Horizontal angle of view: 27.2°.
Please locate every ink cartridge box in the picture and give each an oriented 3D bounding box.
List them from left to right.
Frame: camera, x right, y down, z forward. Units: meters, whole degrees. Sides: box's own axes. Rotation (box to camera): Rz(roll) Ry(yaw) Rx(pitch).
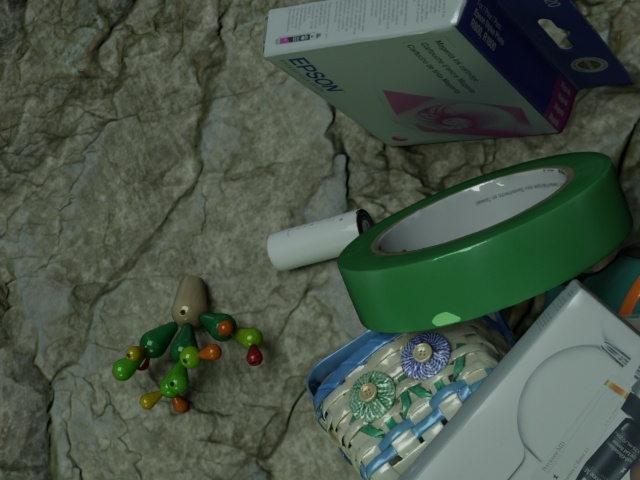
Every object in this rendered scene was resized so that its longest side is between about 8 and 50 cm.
[{"bbox_3d":[0.154,-0.197,1.526,0.330,0.324,0.071,-2,73,31],"label":"ink cartridge box"}]

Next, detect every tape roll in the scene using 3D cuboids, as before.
[{"bbox_3d":[0.179,-0.002,1.459,0.321,0.321,0.077,-17,102,25],"label":"tape roll"}]

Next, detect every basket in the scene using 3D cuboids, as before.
[{"bbox_3d":[0.120,0.164,1.504,0.255,0.201,0.289,-39,28,6],"label":"basket"}]

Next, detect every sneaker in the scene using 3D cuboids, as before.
[{"bbox_3d":[0.382,0.054,1.433,0.302,0.108,0.121,-5,75,31],"label":"sneaker"}]

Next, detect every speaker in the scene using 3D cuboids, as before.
[{"bbox_3d":[0.000,0.000,1.712,0.136,0.055,0.055,-15,66,25],"label":"speaker"}]

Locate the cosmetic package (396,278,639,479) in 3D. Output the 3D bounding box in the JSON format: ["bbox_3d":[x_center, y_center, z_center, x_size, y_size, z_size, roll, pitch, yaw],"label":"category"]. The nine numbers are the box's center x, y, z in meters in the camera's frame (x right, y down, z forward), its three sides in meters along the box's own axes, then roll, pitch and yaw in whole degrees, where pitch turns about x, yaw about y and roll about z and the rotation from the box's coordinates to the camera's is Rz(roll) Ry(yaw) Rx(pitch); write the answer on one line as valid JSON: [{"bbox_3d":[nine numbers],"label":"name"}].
[{"bbox_3d":[0.304,0.267,1.304,0.377,0.097,0.284,40,99,1],"label":"cosmetic package"}]

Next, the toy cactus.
[{"bbox_3d":[-0.169,0.130,1.756,0.219,0.112,0.180,-22,44,26],"label":"toy cactus"}]
